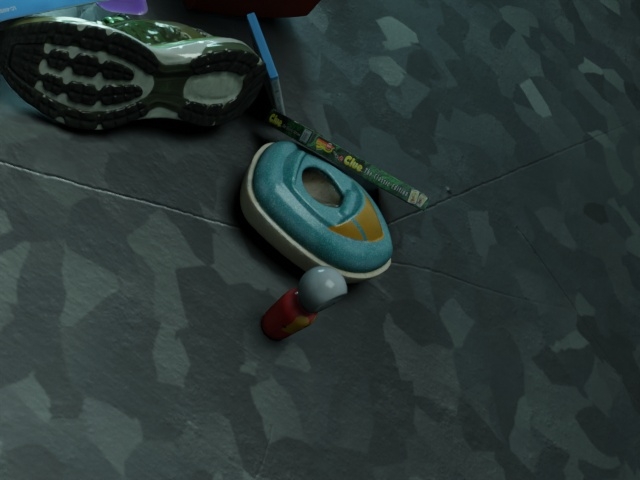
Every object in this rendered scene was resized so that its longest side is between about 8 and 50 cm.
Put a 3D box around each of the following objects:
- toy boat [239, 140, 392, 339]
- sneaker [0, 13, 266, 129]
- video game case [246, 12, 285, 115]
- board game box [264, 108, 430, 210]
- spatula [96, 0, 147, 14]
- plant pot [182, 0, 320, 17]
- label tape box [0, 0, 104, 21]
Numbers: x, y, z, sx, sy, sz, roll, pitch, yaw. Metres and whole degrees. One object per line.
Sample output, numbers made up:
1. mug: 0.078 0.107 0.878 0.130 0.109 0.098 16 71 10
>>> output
1. toy boat: 0.000 0.000 1.761 0.267 0.148 0.318 33 43 -20
2. sneaker: -0.287 -0.260 1.739 0.410 0.158 0.182 3 31 -41
3. video game case: -0.082 -0.263 1.896 0.015 0.166 0.119 -19 69 -3
4. board game box: 0.044 -0.125 1.902 0.260 0.030 0.136 27 7 -38
5. spatula: -0.332 -0.440 1.839 0.084 0.030 0.296 0 44 -28
6. plant pot: -0.121 -0.508 1.948 0.236 0.267 0.267 -20 83 -29
7. label tape box: -0.472 -0.422 1.666 0.347 0.115 0.249 55 40 6
